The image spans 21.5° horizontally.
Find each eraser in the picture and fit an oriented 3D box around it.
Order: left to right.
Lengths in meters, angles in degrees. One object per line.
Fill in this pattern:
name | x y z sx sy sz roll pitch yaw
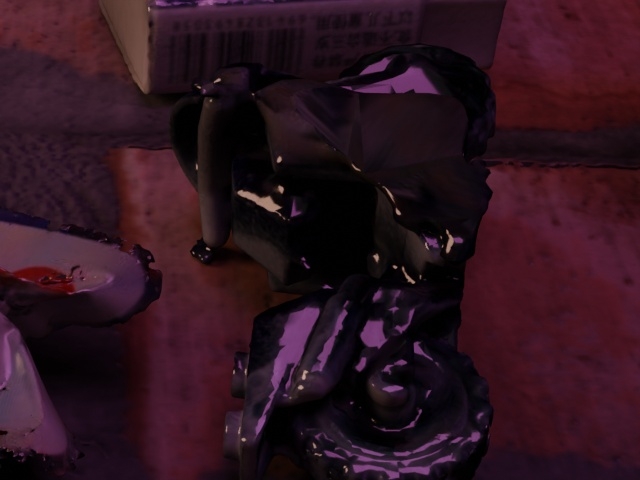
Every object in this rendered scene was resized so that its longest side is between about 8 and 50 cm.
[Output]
eraser | -0.014 -0.143 0.978 0.210 0.068 0.124 -6 34 -19

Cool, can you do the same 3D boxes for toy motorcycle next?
toy motorcycle | 0.000 0.000 0.748 0.159 0.106 0.270 6 45 3

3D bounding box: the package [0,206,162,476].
package | -0.209 0.036 0.694 0.269 0.071 0.194 2 31 14
